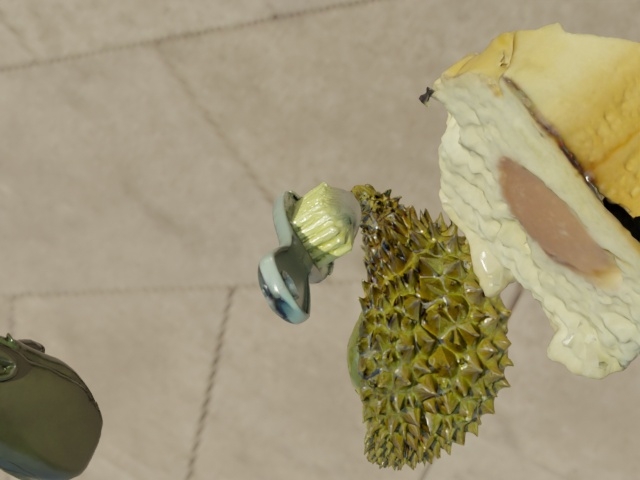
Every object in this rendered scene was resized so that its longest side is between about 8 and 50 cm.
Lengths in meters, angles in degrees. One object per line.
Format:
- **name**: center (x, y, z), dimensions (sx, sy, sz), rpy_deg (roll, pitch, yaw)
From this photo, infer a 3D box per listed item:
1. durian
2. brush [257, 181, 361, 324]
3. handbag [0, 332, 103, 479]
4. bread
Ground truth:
- **durian**: center (0.099, 0.086, 1.774), dimensions (0.166, 0.172, 0.306), rpy_deg (172, 87, -77)
- **brush**: center (0.000, 0.000, 1.216), dimensions (0.060, 0.297, 0.068), rpy_deg (-30, 98, 8)
- **handbag**: center (-0.154, 0.075, 0.827), dimensions (0.111, 0.072, 0.047), rpy_deg (32, 155, -35)
- **bread**: center (0.162, -0.036, 1.207), dimensions (0.211, 0.224, 0.183), rpy_deg (13, 160, -19)
